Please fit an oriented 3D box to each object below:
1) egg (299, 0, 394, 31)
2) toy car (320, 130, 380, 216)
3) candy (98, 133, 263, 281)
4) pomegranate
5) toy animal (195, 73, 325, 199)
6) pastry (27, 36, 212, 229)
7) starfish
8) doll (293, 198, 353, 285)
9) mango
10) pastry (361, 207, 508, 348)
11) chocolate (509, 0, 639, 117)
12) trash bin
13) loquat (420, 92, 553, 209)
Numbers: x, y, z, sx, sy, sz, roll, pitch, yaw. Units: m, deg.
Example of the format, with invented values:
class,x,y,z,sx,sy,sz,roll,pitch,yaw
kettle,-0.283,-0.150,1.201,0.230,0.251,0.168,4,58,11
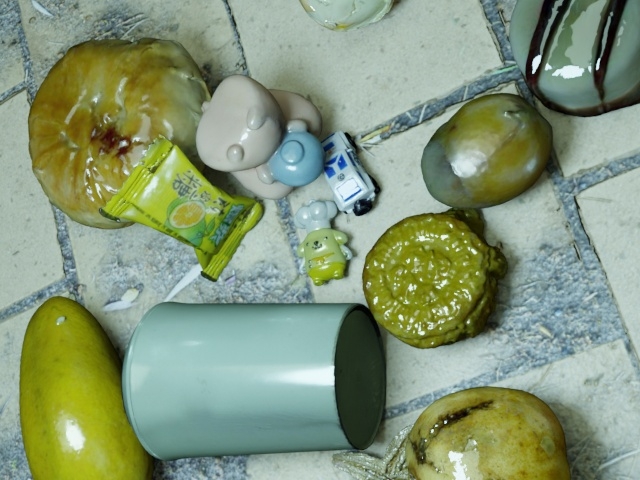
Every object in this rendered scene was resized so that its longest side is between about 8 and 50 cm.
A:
class,x,y,z,sx,sy,sz,roll,pitch,yaw
egg,0.044,-0.513,1.950,0.201,0.201,0.244,-21,56,21
toy car,0.044,-0.120,1.919,0.080,0.070,0.171,-34,63,15
candy,-0.242,-0.052,1.925,0.187,0.297,0.081,-52,43,6
pomegranate,0.251,0.350,1.602,0.260,0.260,0.260,-7,74,25
toy animal,-0.120,-0.190,1.915,0.210,0.221,0.229,-61,27,8
pastry,-0.379,-0.210,2.057,0.409,0.245,0.409,-6,76,25
starfish,0.124,0.401,1.755,0.227,0.043,0.240,35,105,17
doll,0.000,0.000,1.915,0.106,0.062,0.162,-19,68,17
mango,-0.447,0.304,1.932,0.220,0.301,0.445,-20,66,-8
pastry,0.190,0.065,1.762,0.235,0.132,0.240,-35,65,16
chocolate,0.435,-0.349,1.714,0.283,0.186,0.284,-7,73,25
trash bin,-0.128,0.236,1.802,0.432,0.280,0.280,-5,75,23
loquat,0.275,-0.144,1.749,0.227,0.179,0.179,-38,63,8
